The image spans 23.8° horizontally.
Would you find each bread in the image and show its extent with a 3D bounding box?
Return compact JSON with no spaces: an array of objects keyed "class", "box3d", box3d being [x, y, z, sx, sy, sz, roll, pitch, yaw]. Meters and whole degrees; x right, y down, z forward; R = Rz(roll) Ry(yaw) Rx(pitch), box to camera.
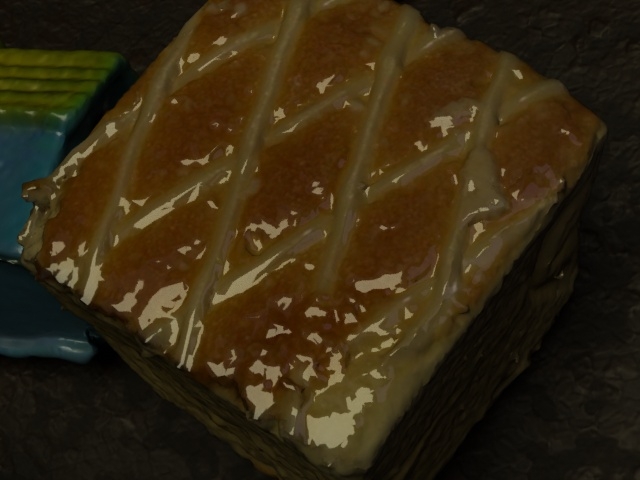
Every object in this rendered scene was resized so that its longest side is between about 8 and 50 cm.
[{"class":"bread","box3d":[0.000,0.000,1.287,0.371,0.279,0.390,30,67,23]}]

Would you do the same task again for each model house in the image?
[{"class":"model house","box3d":[-0.306,-0.061,1.448,0.237,0.215,0.303,4,67,20]}]
